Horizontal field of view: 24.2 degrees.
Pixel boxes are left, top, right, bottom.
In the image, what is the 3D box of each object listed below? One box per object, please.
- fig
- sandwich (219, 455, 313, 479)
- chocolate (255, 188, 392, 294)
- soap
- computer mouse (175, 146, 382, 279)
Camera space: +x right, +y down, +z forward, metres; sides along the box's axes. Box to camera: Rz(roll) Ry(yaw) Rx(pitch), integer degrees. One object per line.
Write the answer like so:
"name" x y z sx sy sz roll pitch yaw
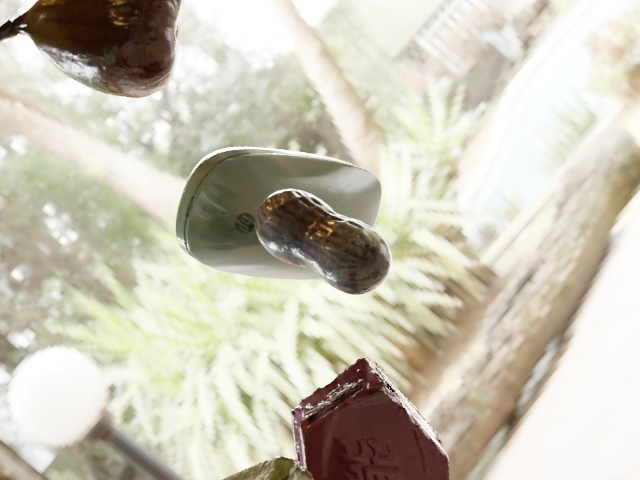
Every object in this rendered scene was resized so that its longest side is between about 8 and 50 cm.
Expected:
"fig" -0.295 -0.255 1.827 0.145 0.274 0.170 1 -93 -77
"sandwich" -0.087 0.309 1.466 0.198 0.227 0.155 10 48 38
"chocolate" 0.000 0.000 1.423 0.072 0.167 0.072 -25 -51 -35
"soap" 0.053 0.251 1.585 0.162 0.249 0.099 -7 17 0
"computer mouse" -0.041 -0.027 1.794 0.097 0.288 0.159 37 112 54
